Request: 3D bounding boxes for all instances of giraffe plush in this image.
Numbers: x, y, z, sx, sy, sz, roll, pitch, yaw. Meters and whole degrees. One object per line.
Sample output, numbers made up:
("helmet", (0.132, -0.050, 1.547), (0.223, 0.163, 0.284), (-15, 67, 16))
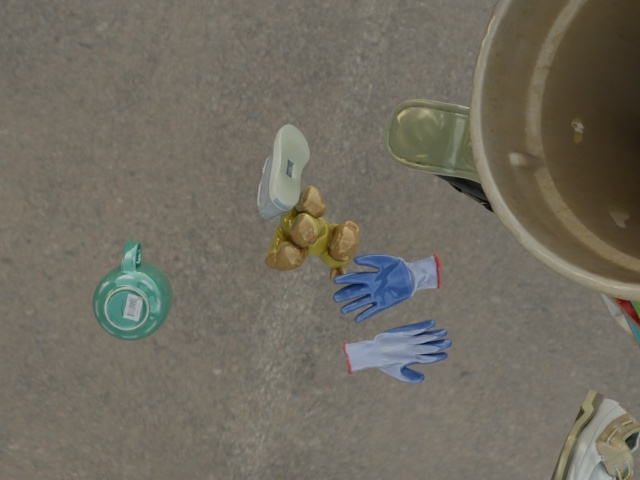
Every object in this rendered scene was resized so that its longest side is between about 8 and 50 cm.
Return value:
("giraffe plush", (0.000, 0.000, 1.421), (0.170, 0.210, 0.181), (26, 97, -17))

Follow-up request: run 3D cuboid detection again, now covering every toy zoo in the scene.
("toy zoo", (0.421, 0.088, 0.981), (0.030, 0.293, 0.192), (-32, 116, 9))

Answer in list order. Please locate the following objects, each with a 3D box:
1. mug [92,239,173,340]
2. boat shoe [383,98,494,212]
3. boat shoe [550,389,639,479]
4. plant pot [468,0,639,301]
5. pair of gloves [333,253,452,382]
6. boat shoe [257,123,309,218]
("mug", (-0.331, 0.095, 1.240), (0.129, 0.097, 0.157), (-33, 100, 2))
("boat shoe", (0.239, -0.089, 0.880), (0.340, 0.113, 0.127), (19, 98, 37))
("boat shoe", (0.419, 0.334, 1.093), (0.103, 0.113, 0.302), (23, 34, 24))
("plant pot", (0.350, -0.106, 0.597), (0.305, 0.334, 0.334), (9, 58, -42))
("pair of gloves", (0.102, 0.111, 1.013), (0.159, 0.023, 0.198), (-10, 101, -5))
("boat shoe", (-0.079, -0.131, 1.361), (0.079, 0.081, 0.227), (38, 38, -27))
